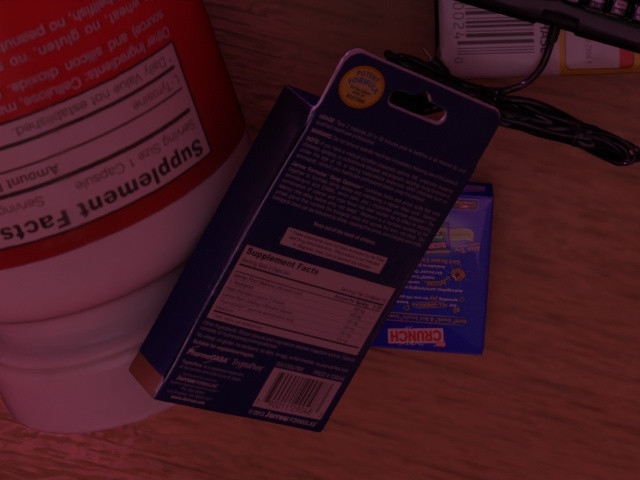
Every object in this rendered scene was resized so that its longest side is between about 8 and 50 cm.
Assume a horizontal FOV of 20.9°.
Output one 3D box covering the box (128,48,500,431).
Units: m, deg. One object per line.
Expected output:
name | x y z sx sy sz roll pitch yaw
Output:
box | 0.000 0.000 0.986 0.136 0.036 0.225 18 108 -43

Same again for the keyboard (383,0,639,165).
keyboard | 0.141 -0.139 0.989 0.317 0.033 0.201 16 108 3

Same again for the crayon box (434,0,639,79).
crayon box | 0.225 -0.201 1.018 0.319 0.081 0.202 0 106 8

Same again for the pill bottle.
pill bottle | -0.174 -0.102 1.004 0.229 0.229 0.407 -14 115 11

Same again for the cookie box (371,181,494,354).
cookie box | 0.064 0.016 1.121 0.092 0.040 0.107 4 106 5
